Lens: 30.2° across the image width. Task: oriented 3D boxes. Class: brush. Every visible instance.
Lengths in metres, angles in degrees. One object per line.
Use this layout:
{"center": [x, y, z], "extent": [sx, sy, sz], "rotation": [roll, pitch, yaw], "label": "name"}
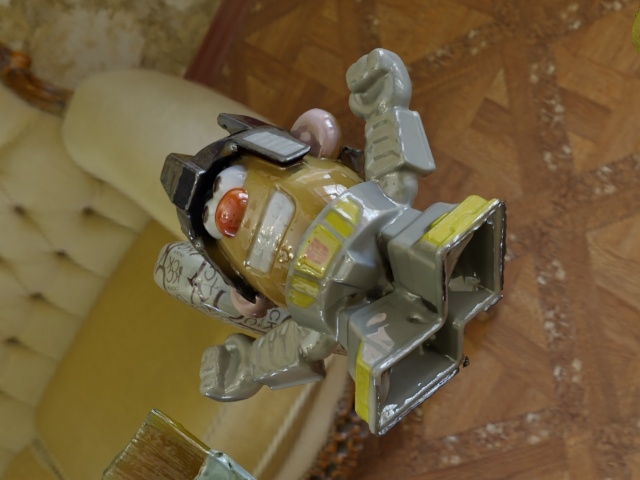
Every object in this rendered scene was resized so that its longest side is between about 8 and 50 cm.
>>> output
{"center": [-0.009, 0.250, 0.864], "extent": [0.085, 0.336, 0.020], "rotation": [-52, 4, 14], "label": "brush"}

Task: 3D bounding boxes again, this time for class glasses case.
{"center": [-0.015, 0.068, 1.258], "extent": [0.137, 0.355, 0.085], "rotation": [21, 93, 50], "label": "glasses case"}

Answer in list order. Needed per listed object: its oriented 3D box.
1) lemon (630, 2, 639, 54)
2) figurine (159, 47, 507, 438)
{"center": [0.324, -0.178, 1.025], "extent": [0.082, 0.111, 0.082], "rotation": [-163, 90, -88], "label": "lemon"}
{"center": [0.000, 0.004, 0.932], "extent": [0.309, 0.143, 0.308], "rotation": [-14, 57, 22], "label": "figurine"}
